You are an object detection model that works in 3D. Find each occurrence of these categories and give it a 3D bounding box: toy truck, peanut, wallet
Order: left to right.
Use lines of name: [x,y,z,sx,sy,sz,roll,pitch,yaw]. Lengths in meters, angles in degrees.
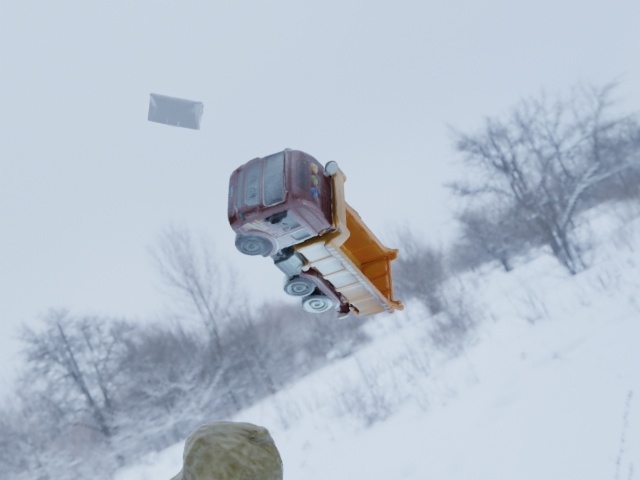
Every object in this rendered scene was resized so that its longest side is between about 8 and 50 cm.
wallet: [-0.211,-0.187,1.267,0.083,0.044,0.011,12,15,11]
peanut: [-0.160,0.413,1.459,0.110,0.197,0.233,34,-101,-76]
toy truck: [0.000,0.000,1.085,0.135,0.114,0.270,-20,-40,22]
